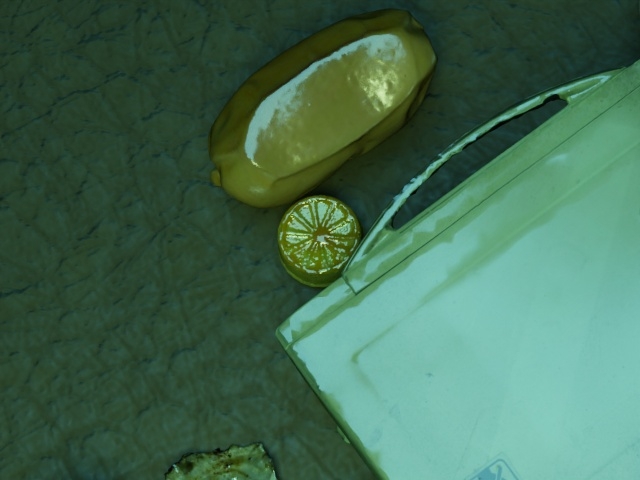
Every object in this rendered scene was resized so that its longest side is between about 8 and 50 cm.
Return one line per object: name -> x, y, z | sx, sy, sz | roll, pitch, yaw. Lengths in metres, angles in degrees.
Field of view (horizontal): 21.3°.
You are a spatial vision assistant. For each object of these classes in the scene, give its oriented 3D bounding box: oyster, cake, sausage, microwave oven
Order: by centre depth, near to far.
microwave oven -> 0.207, 0.086, 1.407 | 0.394, 0.247, 0.333 | -36, 72, -4
oyster -> -0.076, 0.253, 1.484 | 0.105, 0.056, 0.177 | -13, 49, -19
sausage -> -0.001, -0.124, 1.567 | 0.241, 0.136, 0.120 | -35, 97, -7
cake -> 0.000, 0.000, 1.570 | 0.084, 0.044, 0.084 | -2, 73, 8
